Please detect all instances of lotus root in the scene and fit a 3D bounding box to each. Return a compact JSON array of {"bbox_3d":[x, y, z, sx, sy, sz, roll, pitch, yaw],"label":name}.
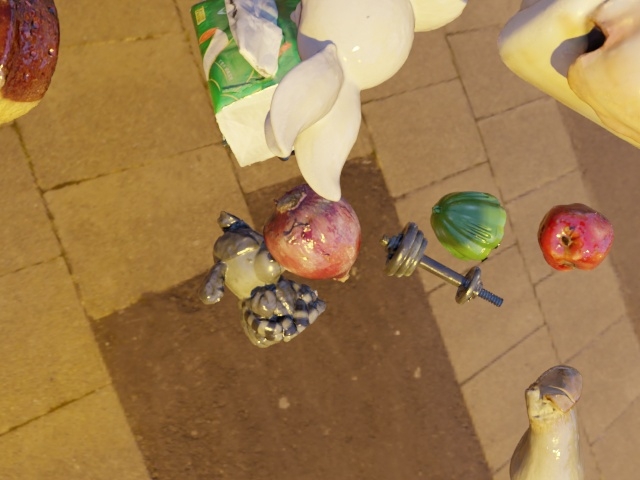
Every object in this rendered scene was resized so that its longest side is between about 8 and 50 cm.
[{"bbox_3d":[0.336,-0.052,1.910,0.186,0.186,0.186,10,74,-38],"label":"lotus root"}]

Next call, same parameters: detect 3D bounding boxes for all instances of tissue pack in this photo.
[{"bbox_3d":[-0.069,-0.228,0.915,0.156,0.148,0.209,67,5,-51],"label":"tissue pack"}]

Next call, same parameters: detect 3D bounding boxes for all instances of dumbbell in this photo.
[{"bbox_3d":[0.223,0.057,1.441,0.255,0.110,0.110,29,60,-1],"label":"dumbbell"}]

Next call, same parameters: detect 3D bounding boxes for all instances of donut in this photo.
[{"bbox_3d":[-0.279,-0.167,0.613,0.184,0.166,0.073,39,22,22],"label":"donut"}]

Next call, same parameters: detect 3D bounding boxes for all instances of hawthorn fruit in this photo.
[{"bbox_3d":[0.294,-0.002,0.912,0.093,0.093,0.093,10,74,-38],"label":"hawthorn fruit"}]

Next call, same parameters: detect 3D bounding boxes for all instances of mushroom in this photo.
[{"bbox_3d":[0.279,0.252,0.963,0.116,0.093,0.225,-60,144,-40],"label":"mushroom"}]

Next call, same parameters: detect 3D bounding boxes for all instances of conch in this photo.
[{"bbox_3d":[0.231,-0.116,0.488,0.255,0.158,0.127,29,105,-8],"label":"conch"}]

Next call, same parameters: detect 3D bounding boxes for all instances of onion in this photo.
[{"bbox_3d":[0.000,0.000,1.272,0.195,0.159,0.159,51,53,-34],"label":"onion"}]

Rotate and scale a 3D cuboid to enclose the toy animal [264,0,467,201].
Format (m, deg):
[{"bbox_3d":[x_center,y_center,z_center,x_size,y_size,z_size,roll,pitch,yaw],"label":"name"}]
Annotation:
[{"bbox_3d":[0.009,-0.147,0.618,0.220,0.131,0.103,-52,153,-18],"label":"toy animal"}]

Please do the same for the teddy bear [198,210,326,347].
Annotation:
[{"bbox_3d":[-0.113,0.080,1.347,0.251,0.144,0.171,54,54,-23],"label":"teddy bear"}]

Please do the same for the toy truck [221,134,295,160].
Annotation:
[{"bbox_3d":[-0.101,-0.196,1.464,0.202,0.074,0.088,-8,86,-50],"label":"toy truck"}]
